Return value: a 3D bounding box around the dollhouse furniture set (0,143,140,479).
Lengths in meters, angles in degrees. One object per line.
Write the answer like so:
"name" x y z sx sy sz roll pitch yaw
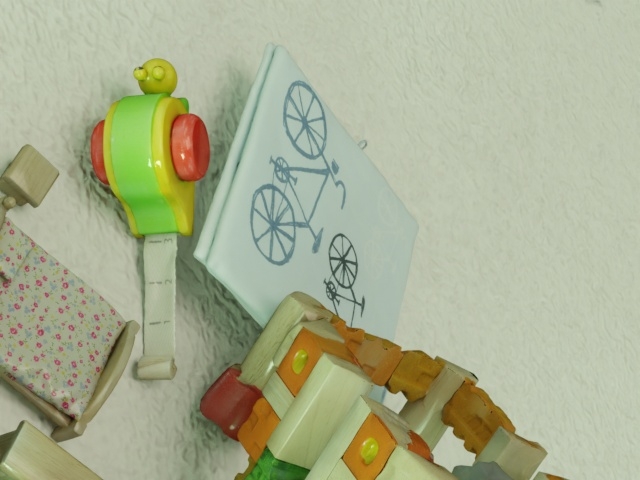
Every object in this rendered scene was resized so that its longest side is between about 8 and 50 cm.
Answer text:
"dollhouse furniture set" -0.205 0.115 1.409 0.303 0.174 0.355 44 48 -25

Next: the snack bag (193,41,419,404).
"snack bag" 0.000 0.000 1.727 0.342 0.037 0.323 49 41 -37

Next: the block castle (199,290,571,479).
"block castle" 0.083 0.264 1.478 0.303 0.213 0.453 25 13 -33

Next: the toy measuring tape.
"toy measuring tape" -0.173 -0.031 1.542 0.121 0.121 0.330 14 70 -41
